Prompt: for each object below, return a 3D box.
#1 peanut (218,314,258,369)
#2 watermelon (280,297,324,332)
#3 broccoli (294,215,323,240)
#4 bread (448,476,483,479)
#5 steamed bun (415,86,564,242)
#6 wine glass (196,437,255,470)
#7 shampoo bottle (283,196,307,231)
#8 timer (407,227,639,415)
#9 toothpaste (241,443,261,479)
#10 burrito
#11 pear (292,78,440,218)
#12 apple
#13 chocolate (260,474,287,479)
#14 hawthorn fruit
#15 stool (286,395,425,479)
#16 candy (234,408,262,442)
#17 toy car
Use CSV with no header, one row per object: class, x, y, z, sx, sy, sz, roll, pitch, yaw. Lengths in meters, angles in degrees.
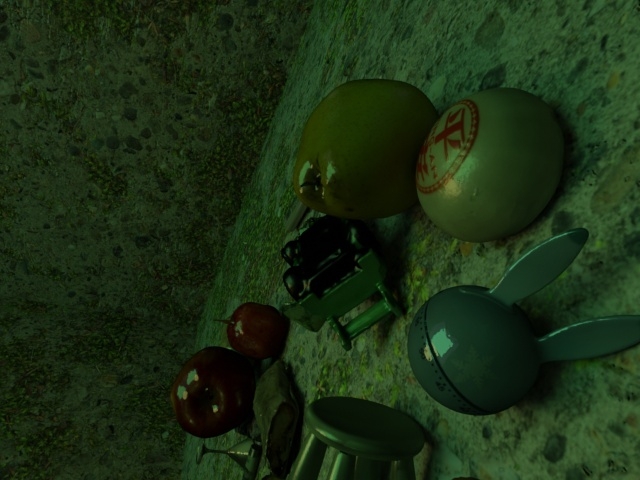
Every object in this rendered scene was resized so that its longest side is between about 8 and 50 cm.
peanut,-0.333,0.419,1.770,0.340,0.158,0.174,-96,29,-57
watermelon,-0.015,0.188,1.237,0.098,0.121,0.158,-46,-13,27
broccoli,0.000,0.000,1.210,0.162,0.137,0.146,21,89,30
bread,0.182,0.358,0.284,0.328,0.147,0.337,-105,-4,-65
steamed bun,0.226,-0.116,0.641,0.231,0.144,0.232,-166,90,-70
wine glass,-0.331,0.732,1.499,0.122,0.182,0.122,-164,90,-71
shampoo bottle,-0.073,-0.134,1.588,0.086,0.055,0.227,-92,26,-43
timer,0.227,0.106,0.532,0.255,0.175,0.175,-39,32,15
toothpaste,-0.240,0.793,1.427,0.062,0.039,0.239,24,101,63
burrito,-0.125,0.486,1.229,0.348,0.106,0.175,-123,50,-67
pear,0.085,-0.172,0.813,0.336,0.284,0.285,-20,-49,-69
apple,-0.353,0.503,1.452,0.317,0.287,0.289,143,139,-80
chocolate,-0.177,0.747,1.108,0.162,0.161,0.446,-95,26,-43
hawthorn fruit,-0.249,0.299,1.487,0.207,0.243,0.208,-160,90,-75
stool,0.056,0.380,0.699,0.195,0.195,0.199,-169,89,-69
candy,-0.224,0.622,1.462,0.312,0.061,0.088,145,138,-61
toy car,0.041,0.057,0.976,0.213,0.176,0.359,-38,20,8
